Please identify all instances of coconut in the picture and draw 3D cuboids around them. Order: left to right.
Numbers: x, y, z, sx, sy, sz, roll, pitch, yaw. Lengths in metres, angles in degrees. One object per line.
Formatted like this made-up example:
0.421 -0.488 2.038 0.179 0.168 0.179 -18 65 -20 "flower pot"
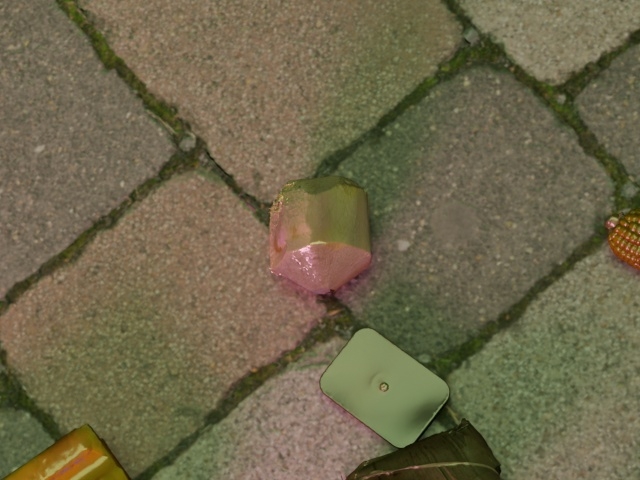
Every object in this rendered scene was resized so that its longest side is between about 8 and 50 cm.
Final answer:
0.000 0.000 1.882 0.116 0.116 0.122 -5 66 6 "coconut"

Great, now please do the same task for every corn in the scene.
0.396 0.027 1.841 0.207 0.068 0.068 30 78 16 "corn"

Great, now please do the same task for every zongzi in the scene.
0.104 0.282 1.758 0.189 0.081 0.178 -23 39 0 "zongzi"

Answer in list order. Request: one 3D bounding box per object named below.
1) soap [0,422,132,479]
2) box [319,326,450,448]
-0.309 0.360 1.809 0.324 0.096 0.204 -35 71 -5 "soap"
0.069 0.160 1.860 0.126 0.031 0.091 34 79 17 "box"
